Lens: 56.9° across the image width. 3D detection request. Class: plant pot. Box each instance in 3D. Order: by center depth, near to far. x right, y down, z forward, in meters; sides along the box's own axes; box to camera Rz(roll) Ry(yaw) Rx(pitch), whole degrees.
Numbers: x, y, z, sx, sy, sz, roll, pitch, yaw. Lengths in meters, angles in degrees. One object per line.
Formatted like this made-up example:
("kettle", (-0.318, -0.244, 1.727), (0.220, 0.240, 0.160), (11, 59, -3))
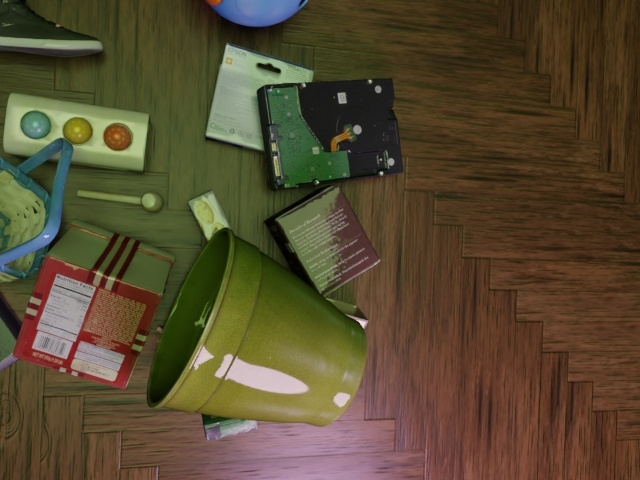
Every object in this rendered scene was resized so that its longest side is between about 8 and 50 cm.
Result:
("plant pot", (-0.108, 0.210, 1.198), (0.352, 0.366, 0.367), (25, 84, -20))
("plant pot", (0.038, 0.204, 1.408), (0.109, 0.109, 0.096), (16, 99, -14))

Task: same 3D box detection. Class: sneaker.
("sneaker", (-0.608, -0.469, 1.231), (0.295, 0.104, 0.147), (3, 95, -10))

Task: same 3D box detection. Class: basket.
("basket", (-0.595, -0.047, 1.124), (0.288, 0.255, 0.201), (-23, 138, 15))

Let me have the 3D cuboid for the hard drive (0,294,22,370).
("hard drive", (-0.756, 0.229, 1.224), (0.254, 0.054, 0.172), (-32, 98, -12))

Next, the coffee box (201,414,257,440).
("coffee box", (-0.207, 0.372, 1.300), (0.113, 0.184, 0.041), (-9, 101, -16))

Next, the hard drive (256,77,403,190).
("hard drive", (0.029, -0.252, 1.387), (0.338, 0.064, 0.237), (-11, 96, -26))

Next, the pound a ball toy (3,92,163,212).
("pound a ball toy", (-0.487, -0.182, 1.250), (0.319, 0.136, 0.208), (7, 88, -14))

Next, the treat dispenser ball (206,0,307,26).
("treat dispenser ball", (-0.140, -0.609, 1.258), (0.288, 0.288, 0.288), (0, 90, -14))

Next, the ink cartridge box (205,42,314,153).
("ink cartridge box", (-0.141, -0.320, 1.384), (0.223, 0.045, 0.224), (13, 86, -15))

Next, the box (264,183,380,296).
("box", (0.000, 0.000, 1.359), (0.167, 0.168, 0.203), (-31, 97, -11))

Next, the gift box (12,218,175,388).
("gift box", (-0.463, 0.130, 1.203), (0.255, 0.258, 0.276), (26, 104, -15))

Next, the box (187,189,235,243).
("box", (-0.206, 0.041, 1.360), (0.067, 0.063, 0.324), (-26, 97, -10))

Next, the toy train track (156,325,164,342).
("toy train track", (-0.342, 0.226, 1.353), (0.083, 0.014, 0.048), (44, 73, -16))
